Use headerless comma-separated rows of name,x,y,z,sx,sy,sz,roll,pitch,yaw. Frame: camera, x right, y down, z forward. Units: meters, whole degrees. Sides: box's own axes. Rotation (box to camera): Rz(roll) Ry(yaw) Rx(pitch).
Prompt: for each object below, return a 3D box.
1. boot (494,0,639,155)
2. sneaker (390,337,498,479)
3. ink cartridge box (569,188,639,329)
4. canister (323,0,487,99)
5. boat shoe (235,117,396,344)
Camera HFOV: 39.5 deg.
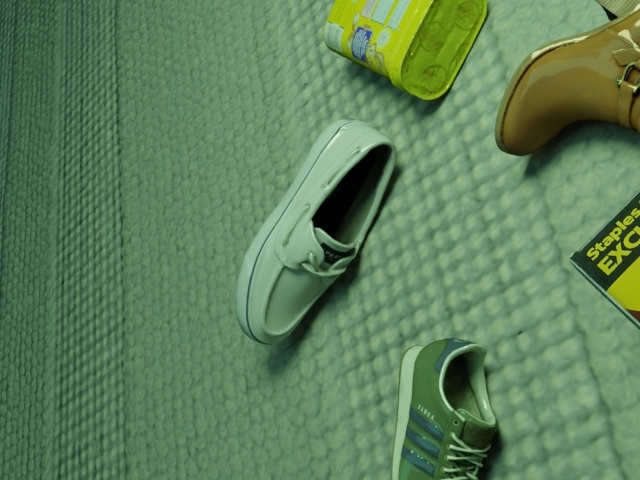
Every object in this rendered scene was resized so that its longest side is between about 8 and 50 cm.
boot,0.240,-0.114,0.724,0.197,0.073,0.152,-54,46,25
sneaker,0.111,0.173,0.765,0.086,0.064,0.192,-27,53,48
ink cartridge box,0.312,-0.037,0.496,0.309,0.130,0.272,-47,36,9
canister,0.084,-0.235,0.958,0.170,0.073,0.126,40,107,51
boat shoe,0.000,0.000,0.954,0.267,0.096,0.088,-59,35,2
